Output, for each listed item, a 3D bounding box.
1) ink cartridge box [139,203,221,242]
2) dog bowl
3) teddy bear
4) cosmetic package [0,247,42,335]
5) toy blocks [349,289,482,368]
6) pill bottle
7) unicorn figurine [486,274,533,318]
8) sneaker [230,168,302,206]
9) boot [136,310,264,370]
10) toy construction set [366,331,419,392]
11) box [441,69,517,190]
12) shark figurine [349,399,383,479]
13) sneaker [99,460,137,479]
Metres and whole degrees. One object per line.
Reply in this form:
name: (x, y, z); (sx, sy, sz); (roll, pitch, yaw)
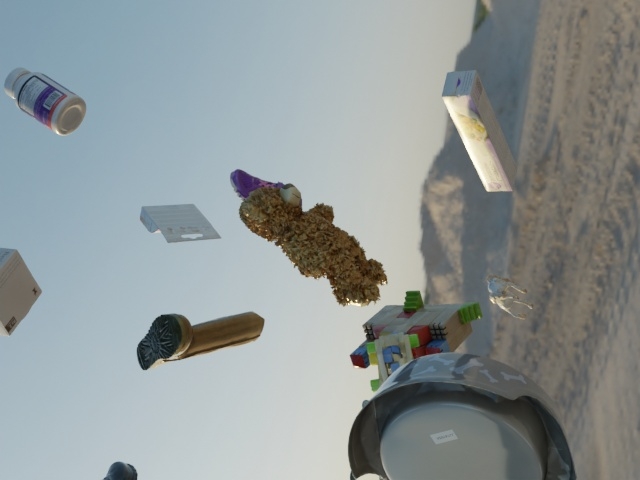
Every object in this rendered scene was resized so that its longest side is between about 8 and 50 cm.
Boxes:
ink cartridge box: (-0.342, -0.030, 2.178); (0.179, 0.145, 0.045); (48, 132, 44)
dog bowl: (0.220, 0.322, 1.377); (0.102, 0.348, 0.349); (-61, -21, -55)
teddy bear: (0.000, 0.000, 1.774); (0.113, 0.338, 0.245); (-51, -13, 33)
cosmetic package: (-0.799, 0.116, 2.118); (0.151, 0.183, 0.152); (-65, -30, -41)
toy blocks: (0.257, 0.288, 2.633); (0.261, 0.381, 0.191); (-34, -68, -48)
pill bottle: (-0.684, -0.349, 2.201); (0.108, 0.193, 0.108); (-50, -19, -24)
unicorn figurine: (0.381, 0.113, 1.825); (0.060, 0.111, 0.162); (-64, 19, 6)
sneaker: (-0.142, -0.132, 2.467); (0.104, 0.236, 0.095); (-36, 30, 33)
boot: (-0.238, 0.194, 1.924); (0.236, 0.269, 0.089); (-32, 72, 52)
toy construction set: (0.179, 0.346, 2.036); (0.215, 0.151, 0.328); (-90, 0, -58)
box: (0.330, -0.217, 1.823); (0.324, 0.063, 0.067); (51, -132, -48)
shark figurine: (0.118, 0.438, 1.562); (0.116, 0.166, 0.278); (30, -106, -54)
sneaker: (-0.492, 0.585, 2.012); (0.109, 0.130, 0.286); (-64, 13, 15)
